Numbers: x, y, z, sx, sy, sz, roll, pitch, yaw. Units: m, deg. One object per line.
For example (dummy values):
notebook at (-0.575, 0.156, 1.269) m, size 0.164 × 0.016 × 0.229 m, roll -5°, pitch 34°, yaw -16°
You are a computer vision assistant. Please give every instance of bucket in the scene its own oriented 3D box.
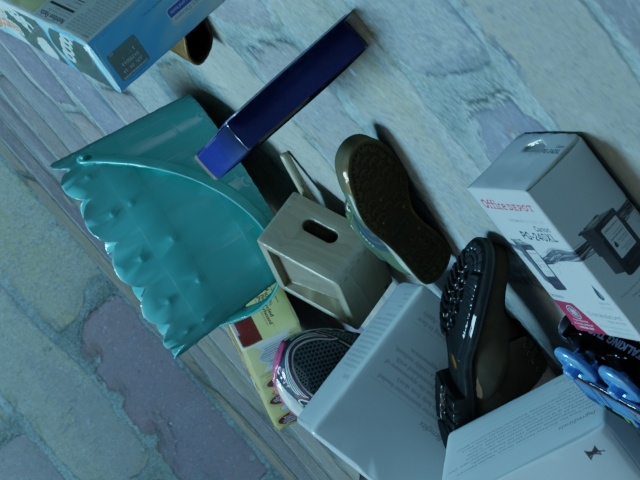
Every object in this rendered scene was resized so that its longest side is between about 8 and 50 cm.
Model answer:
bucket at (-0.163, -0.021, 2.076) m, size 0.281 × 0.183 × 0.281 m, roll 56°, pitch 176°, yaw 7°

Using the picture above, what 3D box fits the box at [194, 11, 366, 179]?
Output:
box at (-0.035, -0.120, 1.554) m, size 0.036 × 0.136 × 0.225 m, roll 48°, pitch 168°, yaw -2°

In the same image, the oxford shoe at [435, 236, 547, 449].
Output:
oxford shoe at (0.160, 0.090, 1.662) m, size 0.083 × 0.096 × 0.227 m, roll -109°, pitch 15°, yaw -52°

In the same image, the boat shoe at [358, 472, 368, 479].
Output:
boat shoe at (0.099, 0.280, 2.373) m, size 0.342 × 0.123 × 0.123 m, roll 49°, pitch 167°, yaw -2°

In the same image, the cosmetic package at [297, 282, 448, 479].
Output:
cosmetic package at (0.094, 0.158, 1.801) m, size 0.151 × 0.184 × 0.151 m, roll 39°, pitch 176°, yaw -5°

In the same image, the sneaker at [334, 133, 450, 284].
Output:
sneaker at (0.048, -0.034, 1.709) m, size 0.086 × 0.064 × 0.192 m, roll 26°, pitch 159°, yaw 46°

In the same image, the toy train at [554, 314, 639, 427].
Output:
toy train at (0.266, 0.110, 1.428) m, size 0.184 × 0.080 × 0.105 m, roll 28°, pitch 167°, yaw 49°

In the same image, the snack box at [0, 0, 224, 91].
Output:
snack box at (-0.189, -0.243, 1.567) m, size 0.322 × 0.187 × 0.060 m, roll 30°, pitch 159°, yaw 53°

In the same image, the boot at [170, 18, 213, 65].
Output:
boot at (-0.257, -0.301, 1.827) m, size 0.280 × 0.096 × 0.264 m, roll 33°, pitch 161°, yaw 44°

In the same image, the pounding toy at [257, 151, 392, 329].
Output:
pounding toy at (0.000, 0.000, 1.952) m, size 0.141 × 0.100 × 0.130 m, roll 28°, pitch 161°, yaw 25°

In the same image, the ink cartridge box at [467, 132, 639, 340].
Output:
ink cartridge box at (0.191, -0.003, 1.341) m, size 0.150 × 0.063 × 0.109 m, roll 50°, pitch 167°, yaw -15°

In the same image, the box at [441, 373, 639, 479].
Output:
box at (0.229, 0.230, 1.606) m, size 0.181 × 0.182 × 0.119 m, roll 51°, pitch -155°, yaw -18°

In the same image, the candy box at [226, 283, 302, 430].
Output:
candy box at (-0.081, 0.114, 2.431) m, size 0.316 × 0.087 × 0.183 m, roll 76°, pitch 168°, yaw -64°

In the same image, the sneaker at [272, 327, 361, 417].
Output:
sneaker at (0.095, 0.161, 1.936) m, size 0.299 × 0.121 × 0.112 m, roll 17°, pitch 159°, yaw -6°
